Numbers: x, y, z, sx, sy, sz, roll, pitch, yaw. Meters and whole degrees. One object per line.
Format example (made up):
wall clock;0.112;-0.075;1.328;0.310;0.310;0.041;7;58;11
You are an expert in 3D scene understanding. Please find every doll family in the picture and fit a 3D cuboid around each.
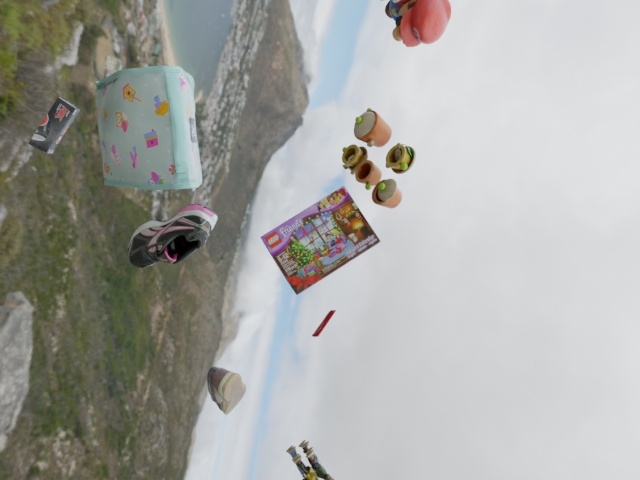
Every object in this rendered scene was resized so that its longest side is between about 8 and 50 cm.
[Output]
doll family;-0.023;0.549;1.055;0.076;0.111;0.193;-36;178;-13

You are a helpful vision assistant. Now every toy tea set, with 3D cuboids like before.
toy tea set;0.151;-0.243;1.283;0.200;0.124;0.336;-51;-139;20

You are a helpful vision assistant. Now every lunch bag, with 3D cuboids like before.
lunch bag;-0.321;-0.211;0.858;0.262;0.160;0.223;11;-73;46

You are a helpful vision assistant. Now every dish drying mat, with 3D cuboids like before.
dish drying mat;0.009;0.208;1.114;0.083;0.008;0.032;-52;-167;-30

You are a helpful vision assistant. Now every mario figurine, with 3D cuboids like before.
mario figurine;0.211;-0.599;1.176;0.320;0.198;0.170;-108;-152;-46

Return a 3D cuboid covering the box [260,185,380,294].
box;0.000;0.000;1.303;0.293;0.201;0.057;-33;174;-6

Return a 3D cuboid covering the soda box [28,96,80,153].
soda box;-0.803;-0.346;1.337;0.169;0.060;0.053;-56;-161;2

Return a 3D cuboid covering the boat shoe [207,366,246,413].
boat shoe;-0.301;0.465;1.390;0.103;0.092;0.285;-49;163;-29

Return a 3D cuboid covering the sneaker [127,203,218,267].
sneaker;-0.249;0.007;0.710;0.178;0.072;0.077;-28;-142;26
